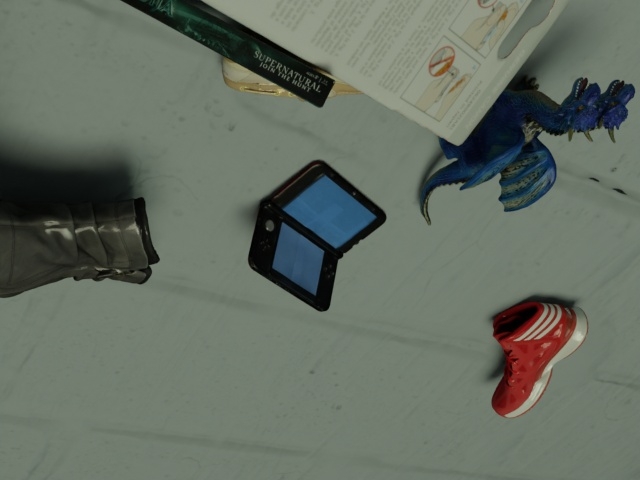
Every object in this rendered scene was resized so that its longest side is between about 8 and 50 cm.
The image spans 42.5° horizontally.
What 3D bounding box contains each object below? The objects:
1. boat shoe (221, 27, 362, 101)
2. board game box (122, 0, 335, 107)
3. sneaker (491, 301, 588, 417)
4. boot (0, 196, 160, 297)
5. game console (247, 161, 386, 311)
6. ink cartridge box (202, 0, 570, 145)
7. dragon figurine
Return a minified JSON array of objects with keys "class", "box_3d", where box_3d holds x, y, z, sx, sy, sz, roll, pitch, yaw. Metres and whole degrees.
[{"class":"boat shoe","box_3d":[-0.014,-0.165,0.801,0.170,0.063,0.059,6,148,-12]},{"class":"board game box","box_3d":[-0.077,-0.166,0.685,0.186,0.126,0.026,27,99,-7]},{"class":"sneaker","box_3d":[0.291,0.172,1.244,0.128,0.087,0.221,18,117,-20]},{"class":"boot","box_3d":[-0.271,-0.015,0.787,0.222,0.118,0.338,-6,172,-11]},{"class":"game console","box_3d":[0.000,0.000,0.963,0.085,0.124,0.144,-12,145,38]},{"class":"ink cartridge box","box_3d":[0.090,-0.269,0.665,0.385,0.091,0.308,17,113,-52]},{"class":"dragon figurine","box_3d":[0.193,-0.088,0.876,0.085,0.144,0.289,20,127,-32]}]
